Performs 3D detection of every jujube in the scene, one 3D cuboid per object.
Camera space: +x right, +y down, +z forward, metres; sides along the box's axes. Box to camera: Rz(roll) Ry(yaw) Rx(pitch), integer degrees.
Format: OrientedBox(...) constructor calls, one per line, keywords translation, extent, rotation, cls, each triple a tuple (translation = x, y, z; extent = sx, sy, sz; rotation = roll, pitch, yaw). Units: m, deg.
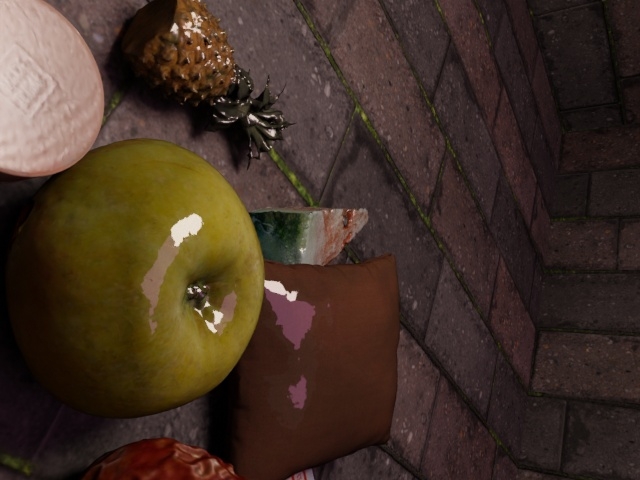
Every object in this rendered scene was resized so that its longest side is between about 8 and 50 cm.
OrientedBox(translation=(-0.138, 0.307, 0.553), extent=(0.213, 0.213, 0.232), rotation=(-65, 145, -34), cls="jujube")

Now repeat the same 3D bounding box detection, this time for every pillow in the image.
OrientedBox(translation=(0.004, 0.169, 0.793), extent=(0.308, 0.108, 0.305), rotation=(1, 94, -43), cls="pillow")

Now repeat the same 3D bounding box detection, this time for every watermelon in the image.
OrientedBox(translation=(0.000, 0.000, 0.898), extent=(0.241, 0.094, 0.154), rotation=(-31, 121, -55), cls="watermelon")

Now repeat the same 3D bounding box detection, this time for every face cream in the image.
OrientedBox(translation=(-0.273, -0.121, 0.472), extent=(0.149, 0.104, 0.149), rotation=(5, 84, -56), cls="face cream")

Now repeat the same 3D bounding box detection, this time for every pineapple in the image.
OrientedBox(translation=(-0.119, -0.188, 0.698), extent=(0.251, 0.125, 0.125), rotation=(40, 56, -52), cls="pineapple")

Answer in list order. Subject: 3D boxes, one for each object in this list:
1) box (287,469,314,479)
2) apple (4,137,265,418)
OrientedBox(translation=(-0.051, 0.412, 0.819), extent=(0.123, 0.050, 0.229), rotation=(-30, 112, -54), cls="box")
OrientedBox(translation=(-0.163, 0.034, 0.546), extent=(0.261, 0.194, 0.261), rotation=(-15, 107, -56), cls="apple")
